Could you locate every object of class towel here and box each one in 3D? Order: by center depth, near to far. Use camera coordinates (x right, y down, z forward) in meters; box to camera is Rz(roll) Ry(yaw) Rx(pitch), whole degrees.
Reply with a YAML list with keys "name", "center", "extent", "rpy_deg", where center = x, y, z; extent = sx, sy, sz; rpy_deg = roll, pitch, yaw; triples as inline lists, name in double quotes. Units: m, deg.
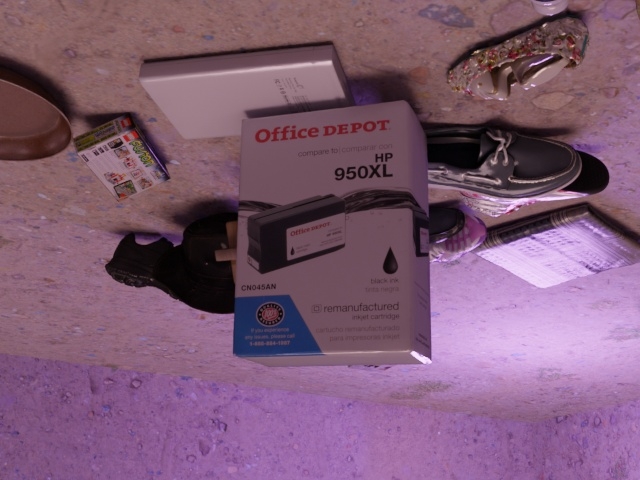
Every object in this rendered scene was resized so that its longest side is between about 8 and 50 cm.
- name: "towel"
  center: [0.544, 0.013, 1.951]
  extent: [0.312, 0.056, 0.324]
  rpy_deg: [-20, 147, 39]

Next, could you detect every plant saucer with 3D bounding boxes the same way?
- name: "plant saucer"
  center: [-0.577, -0.224, 1.459]
  extent: [0.310, 0.050, 0.310]
  rpy_deg: [2, 159, 1]

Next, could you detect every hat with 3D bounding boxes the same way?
- name: "hat"
  center: [-0.202, 0.018, 1.856]
  extent: [0.331, 0.331, 0.134]
  rpy_deg: [2, 118, 1]

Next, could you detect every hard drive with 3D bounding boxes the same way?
- name: "hard drive"
  center: [-0.109, -0.234, 1.389]
  extent: [0.307, 0.040, 0.203]
  rpy_deg: [-2, 158, 13]

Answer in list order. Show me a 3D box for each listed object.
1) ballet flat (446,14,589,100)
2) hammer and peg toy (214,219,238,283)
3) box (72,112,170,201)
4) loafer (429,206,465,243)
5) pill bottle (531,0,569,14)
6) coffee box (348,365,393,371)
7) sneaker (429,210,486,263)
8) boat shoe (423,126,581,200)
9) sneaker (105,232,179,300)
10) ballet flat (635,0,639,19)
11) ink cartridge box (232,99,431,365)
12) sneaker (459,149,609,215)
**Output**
- name: "ballet flat"
  center: [0.280, -0.251, 1.251]
  extent: [0.091, 0.077, 0.241]
  rpy_deg: [18, 154, -37]
- name: "hammer and peg toy"
  center: [0.000, 0.000, 1.695]
  extent: [0.266, 0.127, 0.361]
  rpy_deg: [-6, -176, 41]
- name: "box"
  center: [-0.362, -0.148, 1.582]
  extent: [0.114, 0.036, 0.207]
  rpy_deg: [-25, 157, -2]
- name: "loafer"
  center: [0.198, -0.031, 1.821]
  extent: [0.223, 0.076, 0.078]
  rpy_deg: [-8, 164, 35]
- name: "pill bottle"
  center: [0.279, -0.333, 1.053]
  extent: [0.067, 0.067, 0.120]
  rpy_deg: [-4, 157, 17]
- name: "coffee box"
  center: [0.189, 0.261, 2.445]
  extent: [0.119, 0.168, 0.297]
  rpy_deg: [10, 158, -19]
- name: "sneaker"
  center: [0.295, -0.002, 1.880]
  extent: [0.104, 0.095, 0.236]
  rpy_deg: [6, 164, -27]
- name: "boat shoe"
  center: [0.288, -0.141, 1.481]
  extent: [0.319, 0.116, 0.099]
  rpy_deg: [4, 163, 12]
- name: "sneaker"
  center: [-0.354, 0.063, 2.027]
  extent: [0.286, 0.130, 0.109]
  rpy_deg: [20, 155, -7]
- name: "ballet flat"
  center: [0.555, -0.245, 1.181]
  extent: [0.348, 0.123, 0.123]
  rpy_deg: [22, 152, -39]
- name: "ink cartridge box"
  center: [0.022, -0.004, 1.376]
  extent: [0.285, 0.395, 0.166]
  rpy_deg: [-4, 165, 16]
- name: "sneaker"
  center: [0.389, -0.105, 1.598]
  extent: [0.270, 0.090, 0.145]
  rpy_deg: [2, 160, 11]
